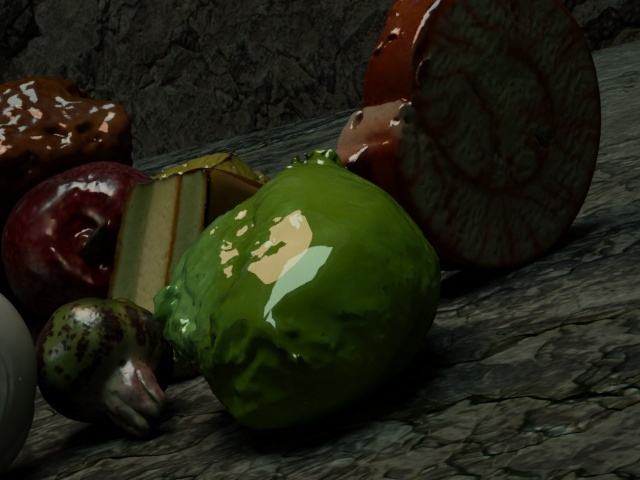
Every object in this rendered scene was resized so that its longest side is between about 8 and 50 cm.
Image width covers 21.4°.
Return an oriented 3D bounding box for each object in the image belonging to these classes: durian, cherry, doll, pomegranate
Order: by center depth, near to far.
[{"bbox_3d":[-0.009,0.055,1.518,0.255,0.204,0.339,-32,21,-8],"label":"durian"},{"bbox_3d":[-0.379,0.147,1.573,0.251,0.221,0.221,-52,20,-11],"label":"doll"},{"bbox_3d":[-0.193,0.116,1.604,0.163,0.126,0.138,8,-11,45],"label":"pomegranate"},{"bbox_3d":[-0.284,0.008,2.146,0.230,0.203,0.300,-28,-7,-4],"label":"cherry"}]

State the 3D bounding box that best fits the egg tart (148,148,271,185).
[{"bbox_3d":[-0.200,-0.058,2.628,0.290,0.115,0.290,-18,11,4],"label":"egg tart"}]

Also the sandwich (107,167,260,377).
[{"bbox_3d":[-0.109,0.062,1.853,0.198,0.227,0.155,23,-21,-40],"label":"sandwich"}]

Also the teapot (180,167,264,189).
[{"bbox_3d":[-0.126,-0.013,2.247,0.178,0.135,0.252,25,-11,3],"label":"teapot"}]

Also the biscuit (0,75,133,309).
[{"bbox_3d":[-0.441,-0.049,2.311,0.342,0.166,0.395,-16,-28,-24],"label":"biscuit"}]

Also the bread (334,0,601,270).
[{"bbox_3d":[0.169,-0.125,1.833,0.295,0.328,0.114,26,-15,-33],"label":"bread"}]
